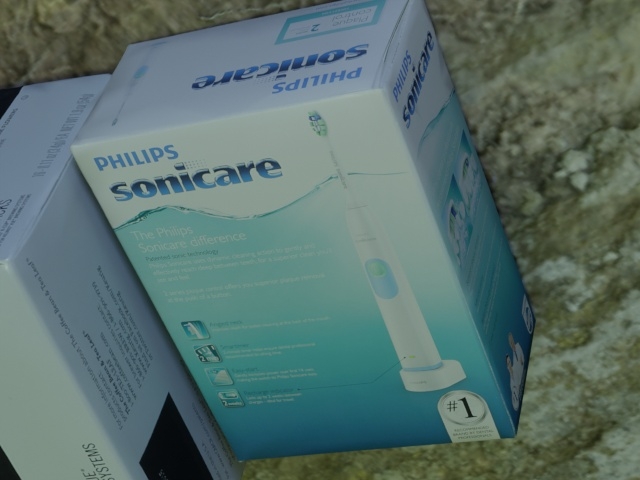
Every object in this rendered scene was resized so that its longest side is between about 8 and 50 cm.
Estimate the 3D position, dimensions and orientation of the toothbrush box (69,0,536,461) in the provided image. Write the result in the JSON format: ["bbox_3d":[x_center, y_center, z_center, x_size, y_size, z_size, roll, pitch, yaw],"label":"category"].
[{"bbox_3d":[0.000,0.000,0.997,0.216,0.126,0.295,-9,127,23],"label":"toothbrush box"}]

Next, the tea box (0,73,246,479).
[{"bbox_3d":[-0.258,0.088,1.079,0.324,0.220,0.329,-7,127,19],"label":"tea box"}]
